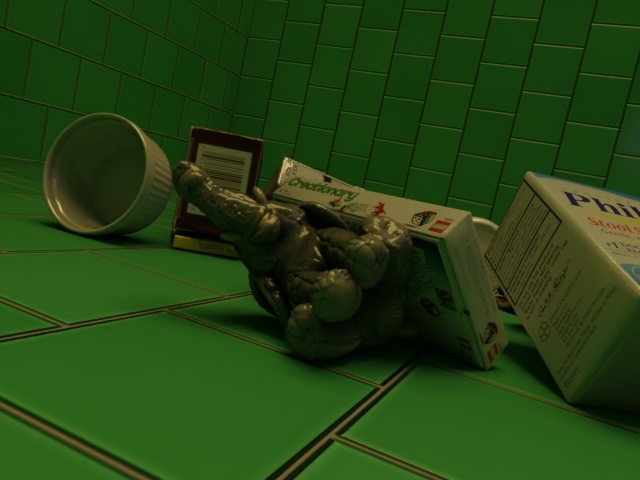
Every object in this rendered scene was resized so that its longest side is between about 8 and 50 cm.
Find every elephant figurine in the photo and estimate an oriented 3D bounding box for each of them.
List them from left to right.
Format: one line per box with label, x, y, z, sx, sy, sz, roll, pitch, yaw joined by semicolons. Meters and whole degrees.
elephant figurine;-0.026;0.014;0.599;0.240;0.185;0.169;27;36;37

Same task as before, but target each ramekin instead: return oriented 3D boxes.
ramekin;-0.359;-0.104;0.950;0.207;0.207;0.109;14;-4;18

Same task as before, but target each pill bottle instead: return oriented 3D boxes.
pill bottle;0.306;0.023;1.233;0.170;0.169;0.301;12;6;1

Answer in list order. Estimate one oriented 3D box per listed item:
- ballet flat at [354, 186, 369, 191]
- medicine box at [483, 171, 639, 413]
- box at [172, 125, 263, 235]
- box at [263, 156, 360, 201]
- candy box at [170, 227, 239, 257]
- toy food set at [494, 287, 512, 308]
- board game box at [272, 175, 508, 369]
ballet flat;0.067;-0.082;1.692;0.483;0.181;0.164;12;7;-3
medicine box;0.387;0.061;0.665;0.264;0.149;0.289;11;30;-11
box;-0.201;-0.107;1.148;0.143;0.191;0.381;10;0;-5
box;0.006;-0.075;1.338;0.290;0.087;0.169;21;-32;-14
candy box;-0.176;0.011;1.036;0.206;0.027;0.105;10;7;-19
toy food set;0.426;0.109;1.129;0.128;0.071;0.218;13;5;3
board game box;0.075;0.028;0.691;0.053;0.192;0.305;-40;34;-23
